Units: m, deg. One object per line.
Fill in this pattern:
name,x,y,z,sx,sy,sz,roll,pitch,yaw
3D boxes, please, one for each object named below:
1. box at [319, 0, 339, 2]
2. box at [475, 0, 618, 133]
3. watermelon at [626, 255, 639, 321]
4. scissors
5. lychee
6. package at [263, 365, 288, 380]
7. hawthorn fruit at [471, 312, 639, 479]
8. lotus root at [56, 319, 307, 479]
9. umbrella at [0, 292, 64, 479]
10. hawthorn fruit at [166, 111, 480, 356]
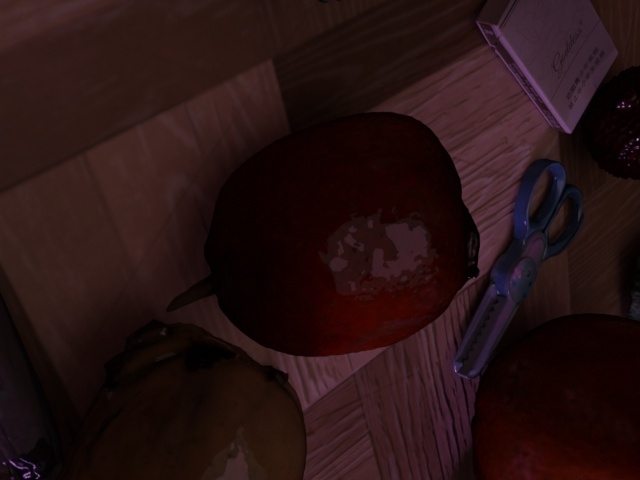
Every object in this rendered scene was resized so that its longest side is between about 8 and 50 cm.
box,-0.004,-0.294,0.514,0.180,0.103,0.250,-40,133,5
box,0.233,-0.204,0.837,0.198,0.029,0.109,36,83,-44
watermelon,0.567,0.042,1.128,0.302,0.151,0.264,-43,138,-17
scissors,0.216,0.038,0.923,0.125,0.030,0.256,37,80,-44
lychee,0.348,-0.125,0.913,0.123,0.123,0.129,-60,162,-4
package,-0.099,0.197,0.727,0.083,0.022,0.201,27,89,-44
hawthorn fruit,0.315,0.212,0.916,0.311,0.295,0.295,-20,134,20
lotus root,-0.123,0.213,0.607,0.182,0.182,0.310,23,96,-44
umbrella,-0.236,0.022,0.502,0.067,0.073,0.338,-26,123,-23
hawthorn fruit,0.000,0.000,0.640,0.251,0.189,0.190,-13,117,-15
